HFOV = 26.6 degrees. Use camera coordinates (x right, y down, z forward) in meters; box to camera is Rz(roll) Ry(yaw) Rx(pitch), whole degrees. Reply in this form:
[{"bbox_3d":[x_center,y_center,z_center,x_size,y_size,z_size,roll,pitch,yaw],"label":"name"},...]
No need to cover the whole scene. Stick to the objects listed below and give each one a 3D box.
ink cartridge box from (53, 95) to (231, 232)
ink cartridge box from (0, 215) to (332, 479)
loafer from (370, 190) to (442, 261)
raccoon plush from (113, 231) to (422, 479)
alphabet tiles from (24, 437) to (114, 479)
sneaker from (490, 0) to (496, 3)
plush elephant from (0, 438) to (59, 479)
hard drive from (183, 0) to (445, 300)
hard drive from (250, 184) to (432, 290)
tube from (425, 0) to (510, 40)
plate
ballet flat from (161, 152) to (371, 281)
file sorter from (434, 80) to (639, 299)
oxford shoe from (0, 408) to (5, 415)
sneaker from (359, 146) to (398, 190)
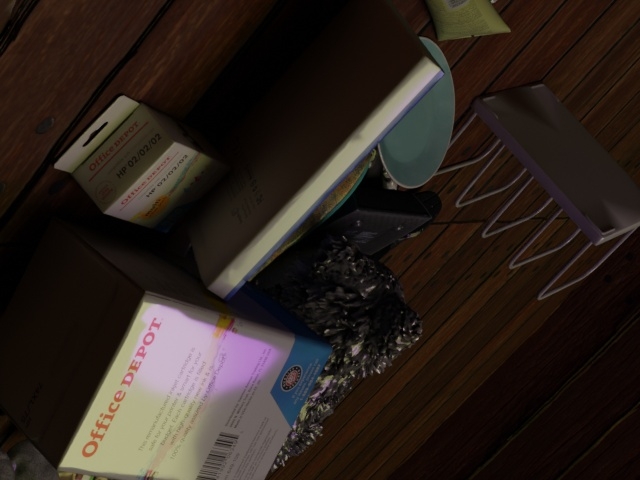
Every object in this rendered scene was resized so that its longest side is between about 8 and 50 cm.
[{"bbox_3d":[-0.177,-0.074,1.368,0.104,0.061,0.181,-44,161,9],"label":"ink cartridge box"},{"bbox_3d":[-0.174,0.127,1.418,0.270,0.197,0.198,21,100,-45],"label":"ink cartridge box"},{"bbox_3d":[0.112,-0.020,2.088,0.170,0.062,0.061,-33,-178,-13],"label":"loafer"},{"bbox_3d":[-0.050,0.197,1.606,0.299,0.216,0.446,-35,-155,57],"label":"raccoon plush"},{"bbox_3d":[-0.262,0.218,1.749,0.198,0.009,0.237,19,105,-31],"label":"alphabet tiles"},{"bbox_3d":[0.231,-0.321,1.654,0.098,0.038,0.069,-47,160,17],"label":"sneaker"},{"bbox_3d":[-0.430,0.284,1.402,0.255,0.330,0.272,-59,155,-4],"label":"plush elephant"},{"bbox_3d":[-0.021,-0.109,1.410,0.040,0.210,0.319,35,107,-30],"label":"hard drive"},{"bbox_3d":[0.000,0.000,1.758,0.254,0.054,0.172,-31,158,36],"label":"hard drive"},{"bbox_3d":[0.159,-0.278,1.581,0.062,0.070,0.240,-53,161,1],"label":"tube"},{"bbox_3d":[0.111,-0.158,1.674,0.188,0.024,0.188,-14,107,-54],"label":"plate"},{"bbox_3d":[-0.088,-0.023,1.607,0.348,0.123,0.123,-43,162,1],"label":"ballet flat"},{"bbox_3d":[0.328,-0.072,2.036,0.193,0.278,0.173,-19,153,-48],"label":"file sorter"},{"bbox_3d":[-0.344,0.143,1.516,0.227,0.096,0.083,2,154,-39],"label":"oxford shoe"},{"bbox_3d":[0.045,-0.084,1.771,0.106,0.078,0.234,-32,156,-17],"label":"sneaker"}]
